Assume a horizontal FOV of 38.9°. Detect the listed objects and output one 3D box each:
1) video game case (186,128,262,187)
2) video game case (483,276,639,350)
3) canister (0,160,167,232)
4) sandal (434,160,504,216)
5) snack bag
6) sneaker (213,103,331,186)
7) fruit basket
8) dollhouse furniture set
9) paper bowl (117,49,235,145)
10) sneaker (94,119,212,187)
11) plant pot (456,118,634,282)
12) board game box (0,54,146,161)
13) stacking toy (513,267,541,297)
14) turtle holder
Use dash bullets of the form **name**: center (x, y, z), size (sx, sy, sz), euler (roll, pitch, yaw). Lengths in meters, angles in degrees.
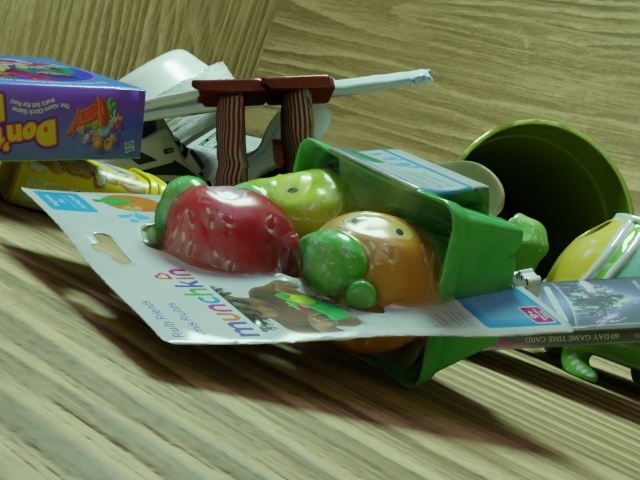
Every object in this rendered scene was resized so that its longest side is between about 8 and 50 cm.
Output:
- **video game case**: center (-0.126, -0.111, 1.637), size (0.299, 0.036, 0.329), euler (14, 27, 12)
- **video game case**: center (0.283, 0.084, 1.073), size (0.274, 0.026, 0.196), euler (-3, 12, 6)
- **canister**: center (-0.276, -0.060, 1.046), size (0.169, 0.073, 0.126), euler (15, 6, -29)
- **sandal**: center (0.223, -0.082, 1.452), size (0.079, 0.088, 0.240), euler (8, 5, -41)
- **snack bag**: center (-0.056, -0.210, 1.275), size (0.342, 0.037, 0.323), euler (-1, 11, 32)
- **sneaker**: center (-0.046, -0.120, 1.366), size (0.115, 0.232, 0.090), euler (22, -29, 40)
- **fruit basket**: center (-0.023, -0.001, 0.735), size (0.353, 0.166, 0.327), euler (8, 14, -34)
- **dollhouse furniture set**: center (-0.065, -0.067, 1.122), size (0.152, 0.201, 0.374), euler (-3, -2, -3)
- **paper bowl**: center (-0.275, -0.214, 1.531), size (0.148, 0.284, 0.284), euler (57, -3, -10)
- **sneaker**: center (-0.224, -0.106, 1.340), size (0.122, 0.146, 0.330), euler (12, -2, 37)
- **plant pot**: center (0.344, -0.015, 1.736), size (0.366, 0.367, 0.353), euler (18, -8, -10)
- **board game box**: center (-0.392, -0.143, 0.931), size (0.347, 0.078, 0.233), euler (-6, 20, -42)
- **stacking toy**: center (0.138, 0.056, 1.081), size (0.166, 0.052, 0.221), euler (-9, 12, -17)
- **turtle holder**: center (0.412, 0.078, 1.278), size (0.320, 0.228, 0.243), euler (21, 5, 28)
